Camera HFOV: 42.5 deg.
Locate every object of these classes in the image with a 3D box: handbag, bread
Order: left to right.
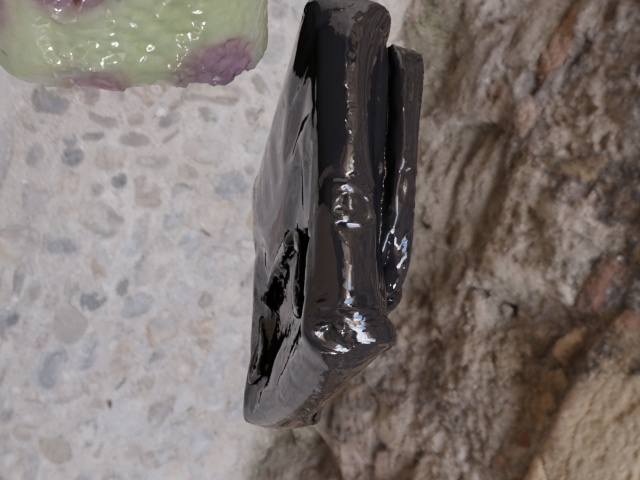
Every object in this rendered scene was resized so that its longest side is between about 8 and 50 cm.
[{"bbox_3d":[-0.114,-0.238,0.433,0.187,0.155,0.338,0,143,-6],"label":"bread"},{"bbox_3d":[0.000,0.000,0.574,0.088,0.244,0.275,8,155,-11],"label":"handbag"}]
